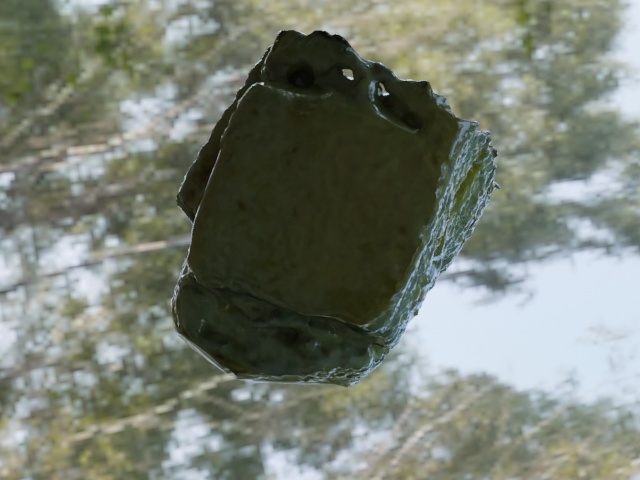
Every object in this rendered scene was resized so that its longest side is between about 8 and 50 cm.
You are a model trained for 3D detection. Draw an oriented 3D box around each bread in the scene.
[{"bbox_3d":[0.000,0.003,0.591,0.156,0.103,0.110,78,34,-78],"label":"bread"}]
